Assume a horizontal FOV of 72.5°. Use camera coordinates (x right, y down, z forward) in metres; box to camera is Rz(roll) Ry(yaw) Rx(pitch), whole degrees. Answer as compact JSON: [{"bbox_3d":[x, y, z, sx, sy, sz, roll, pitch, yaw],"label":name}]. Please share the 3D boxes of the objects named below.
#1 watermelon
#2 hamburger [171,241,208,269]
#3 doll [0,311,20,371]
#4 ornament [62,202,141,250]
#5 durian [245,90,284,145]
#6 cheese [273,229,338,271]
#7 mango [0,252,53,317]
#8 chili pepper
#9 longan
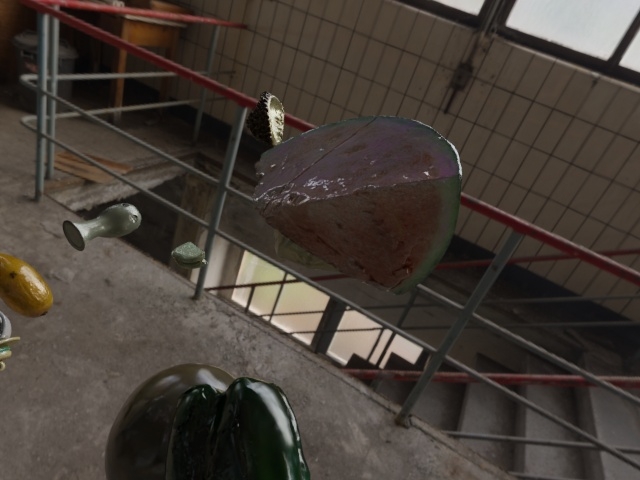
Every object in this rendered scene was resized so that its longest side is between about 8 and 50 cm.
[{"bbox_3d":[0.062,-0.050,0.707,0.320,0.222,0.292,-15,30,15],"label":"watermelon"},{"bbox_3d":[-0.437,0.051,1.428,0.084,0.054,0.121,-28,47,-32],"label":"hamburger"},{"bbox_3d":[-0.834,0.171,1.070,0.208,0.144,0.271,22,64,-22],"label":"doll"},{"bbox_3d":[-0.478,-0.035,0.972,0.074,0.081,0.156,55,39,0],"label":"ornament"},{"bbox_3d":[-0.082,-0.206,0.720,0.066,0.052,0.130,23,45,-20],"label":"durian"},{"bbox_3d":[0.000,0.000,1.455,0.327,0.115,0.318,21,22,29],"label":"cheese"},{"bbox_3d":[-0.849,0.109,1.206,0.262,0.157,0.109,44,59,2],"label":"mango"},{"bbox_3d":[-0.140,0.365,0.733,0.234,0.248,0.256,-9,70,-7],"label":"chili pepper"},{"bbox_3d":[-0.297,0.465,0.985,0.362,0.360,0.360,16,28,-9],"label":"longan"}]
